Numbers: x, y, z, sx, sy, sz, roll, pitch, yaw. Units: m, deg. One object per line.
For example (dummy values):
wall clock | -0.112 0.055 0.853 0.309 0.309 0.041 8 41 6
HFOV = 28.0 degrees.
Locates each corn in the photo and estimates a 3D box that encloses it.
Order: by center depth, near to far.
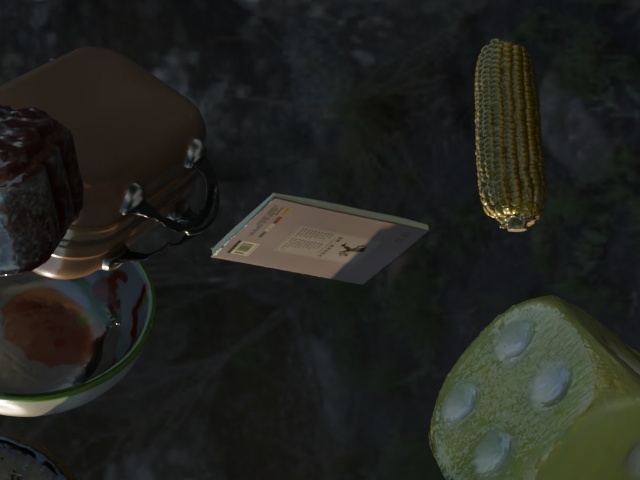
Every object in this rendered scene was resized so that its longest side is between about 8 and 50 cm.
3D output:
corn | 0.216 -0.120 1.473 0.080 0.080 0.238 131 142 -62

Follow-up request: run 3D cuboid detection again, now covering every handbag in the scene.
handbag | -0.248 -0.076 1.446 0.302 0.283 0.149 -44 -20 -56

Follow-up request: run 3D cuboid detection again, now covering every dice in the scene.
dice | 0.209 0.163 1.079 0.169 0.169 0.166 -51 29 12

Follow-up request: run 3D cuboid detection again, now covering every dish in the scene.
dish | -0.382 0.119 1.699 0.124 0.324 0.324 101 156 -44

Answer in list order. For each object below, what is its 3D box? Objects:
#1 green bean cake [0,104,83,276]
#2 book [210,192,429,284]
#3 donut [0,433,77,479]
green bean cake | -0.314 -0.048 1.052 0.198 0.233 0.097 -72 -21 -62
book | 0.000 0.000 1.258 0.127 0.182 0.014 -41 47 47
donut | -0.454 0.396 1.836 0.107 0.272 0.272 -11 -82 -81
